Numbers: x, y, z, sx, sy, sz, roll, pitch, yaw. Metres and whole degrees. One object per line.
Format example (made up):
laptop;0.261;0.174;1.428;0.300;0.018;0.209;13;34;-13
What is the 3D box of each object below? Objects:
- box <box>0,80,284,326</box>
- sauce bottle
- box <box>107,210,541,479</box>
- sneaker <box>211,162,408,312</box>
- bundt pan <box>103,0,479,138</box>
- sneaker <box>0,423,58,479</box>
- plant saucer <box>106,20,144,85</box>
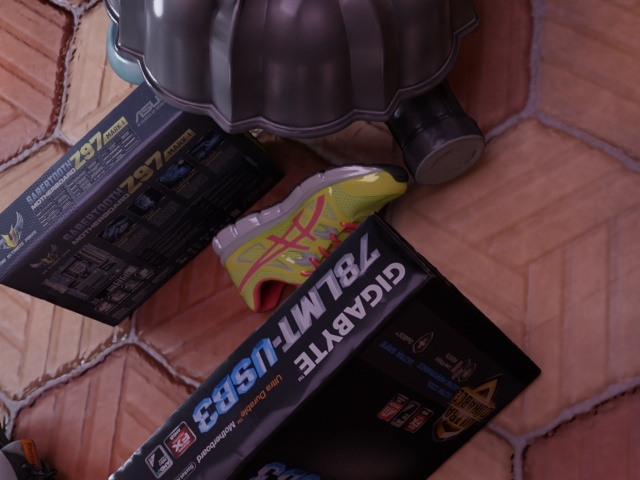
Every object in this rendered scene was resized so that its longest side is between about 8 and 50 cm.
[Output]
box;-0.166;-0.032;0.989;0.233;0.183;0.059;-42;63;7
sauce bottle;0.040;-0.205;0.995;0.111;0.111;0.344;-33;63;11
box;0.005;0.146;0.798;0.293;0.295;0.073;-46;60;3
sneaker;0.000;0.000;0.964;0.208;0.081;0.094;-30;71;34
bundt pan;-0.023;-0.253;0.892;0.331;0.124;0.330;1;61;-1
sneaker;-0.276;0.252;0.996;0.271;0.100;0.108;38;85;28
plant saucer;-0.179;-0.222;1.144;0.119;0.021;0.119;-7;72;21
